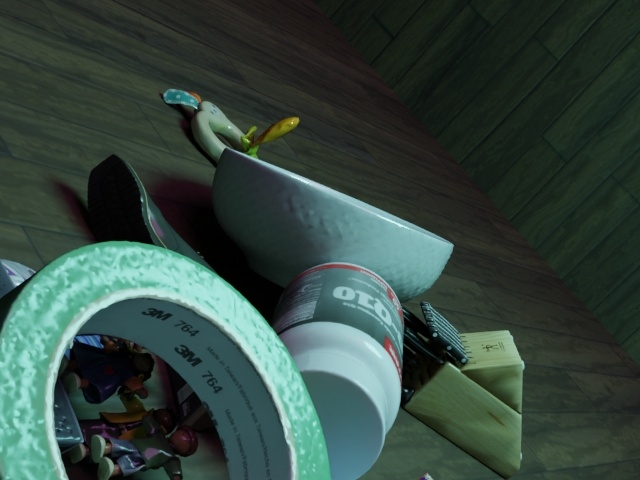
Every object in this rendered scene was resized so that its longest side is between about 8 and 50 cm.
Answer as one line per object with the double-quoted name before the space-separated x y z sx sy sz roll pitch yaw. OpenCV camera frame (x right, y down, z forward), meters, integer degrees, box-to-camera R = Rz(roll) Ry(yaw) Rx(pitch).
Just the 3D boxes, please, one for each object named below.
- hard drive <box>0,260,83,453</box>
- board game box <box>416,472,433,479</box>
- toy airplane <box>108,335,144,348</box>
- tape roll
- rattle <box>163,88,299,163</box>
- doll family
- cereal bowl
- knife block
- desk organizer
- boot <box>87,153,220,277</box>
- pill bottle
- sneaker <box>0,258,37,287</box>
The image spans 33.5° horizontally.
"hard drive" -0.304 0.069 0.842 0.172 0.054 0.255 17 32 -54
"board game box" 0.160 0.356 1.117 0.193 0.045 0.147 52 7 -9
"toy airplane" -0.168 0.081 1.016 0.151 0.151 0.028 31 64 -34
"tape roll" -0.127 0.159 0.806 0.321 0.077 0.321 31 42 -33
"rattle" -0.150 -0.213 1.715 0.130 0.143 0.200 -5 54 -43
"doll family" -0.175 0.134 0.923 0.111 0.076 0.193 -6 60 -42
"cereal bowl" 0.000 0.000 1.447 0.338 0.141 0.339 23 5 -2
"knife block" 0.161 0.215 1.513 0.088 0.242 0.276 -98 -177 -62
"desk organizer" -0.121 0.139 1.096 0.050 0.047 0.130 34 20 -35
"boot" -0.189 0.001 1.249 0.137 0.076 0.198 20 41 -61
"pill bottle" 0.011 0.143 1.183 0.161 0.161 0.283 40 18 -9
"sneaker" -0.271 0.050 0.987 0.098 0.038 0.069 48 19 14
